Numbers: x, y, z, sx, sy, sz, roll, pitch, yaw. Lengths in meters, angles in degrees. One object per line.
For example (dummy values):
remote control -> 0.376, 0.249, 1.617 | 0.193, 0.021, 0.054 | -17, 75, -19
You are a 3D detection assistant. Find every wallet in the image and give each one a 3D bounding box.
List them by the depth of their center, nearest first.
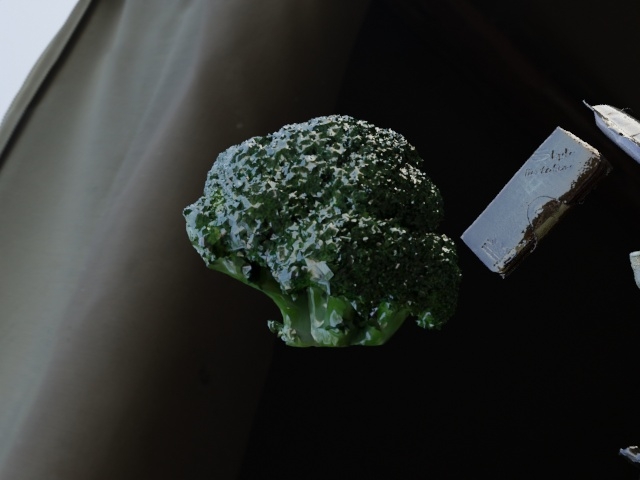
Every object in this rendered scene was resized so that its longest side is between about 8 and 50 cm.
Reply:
wallet -> 0.316, -0.059, 1.322 | 0.232, 0.122, 0.031 | -48, -49, 10

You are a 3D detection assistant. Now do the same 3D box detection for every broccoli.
broccoli -> 0.000, 0.000, 0.882 | 0.265, 0.295, 0.245 | -20, -68, -31

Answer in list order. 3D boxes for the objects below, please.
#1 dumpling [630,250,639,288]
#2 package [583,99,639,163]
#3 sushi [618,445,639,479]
dumpling -> 0.389, 0.037, 0.999 | 0.052, 0.057, 0.076 | -28, -84, -34
package -> 0.576, -0.144, 1.494 | 0.251, 0.204, 0.062 | 27, -70, -29
sushi -> 0.318, 0.237, 0.632 | 0.213, 0.200, 0.204 | 22, -125, 1
